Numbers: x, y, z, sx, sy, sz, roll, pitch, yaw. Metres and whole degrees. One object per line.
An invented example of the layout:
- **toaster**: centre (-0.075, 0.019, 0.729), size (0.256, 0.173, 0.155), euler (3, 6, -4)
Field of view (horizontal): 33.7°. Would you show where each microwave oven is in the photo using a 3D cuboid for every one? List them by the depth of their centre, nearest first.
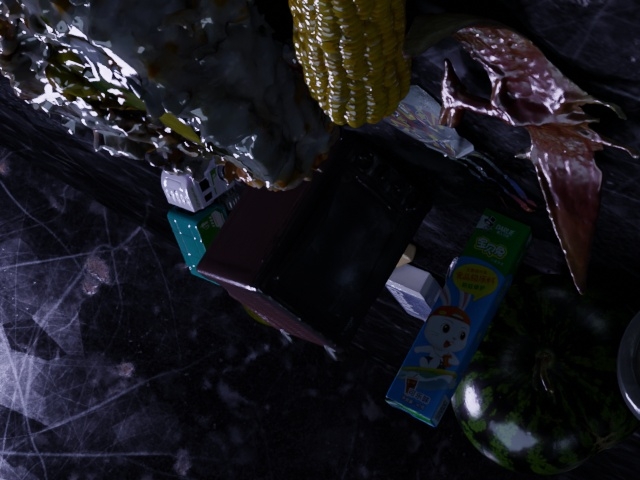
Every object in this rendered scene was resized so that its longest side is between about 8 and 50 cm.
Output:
- **microwave oven**: centre (-0.002, -0.001, 1.356), size (0.178, 0.247, 0.188), euler (39, 165, -33)

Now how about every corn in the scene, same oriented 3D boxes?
- **corn**: centre (0.023, -0.184, 0.827), size (0.102, 0.102, 0.313), euler (27, 165, 12)

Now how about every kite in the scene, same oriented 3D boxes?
- **kite**: centre (0.147, -0.096, 1.137), size (0.245, 0.015, 0.141), euler (34, 171, -22)

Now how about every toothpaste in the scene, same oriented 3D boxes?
- **toothpaste**: centre (0.168, 0.092, 1.275), size (0.065, 0.267, 0.050), euler (25, 168, 22)

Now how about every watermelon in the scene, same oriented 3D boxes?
- **watermelon**: centre (0.294, 0.167, 1.351), size (0.269, 0.269, 0.269), euler (28, 170, 6)

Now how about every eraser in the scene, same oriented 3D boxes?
- **eraser**: centre (0.176, 0.096, 1.884), size (0.092, 0.046, 0.212), euler (23, 168, 26)

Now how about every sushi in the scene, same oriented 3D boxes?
- **sushi**: centre (-0.159, -0.178, 1.094), size (0.417, 0.176, 0.417), euler (27, 169, 6)

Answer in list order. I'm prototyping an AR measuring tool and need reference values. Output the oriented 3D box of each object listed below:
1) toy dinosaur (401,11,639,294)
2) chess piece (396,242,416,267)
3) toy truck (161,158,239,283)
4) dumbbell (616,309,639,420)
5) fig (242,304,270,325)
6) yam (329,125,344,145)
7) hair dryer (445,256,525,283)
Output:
- **toy dinosaur**: centre (0.159, -0.088, 0.881), size (0.206, 0.113, 0.327), euler (25, 167, 17)
- **chess piece**: centre (0.081, 0.022, 1.734), size (0.090, 0.090, 0.200), euler (31, 158, -13)
- **toy truck**: centre (-0.184, -0.037, 1.800), size (0.114, 0.124, 0.253), euler (18, 140, 40)
- **dumbbell**: centre (0.474, 0.190, 1.201), size (0.179, 0.179, 0.406), euler (19, 165, 44)
- **fig**: centre (-0.067, 0.042, 1.914), size (0.195, 0.195, 0.245), euler (25, 148, 20)
- **yam**: centre (-0.052, -0.141, 1.352), size (0.046, 0.046, 0.264), euler (35, 169, -29)
- **hair dryer**: centre (0.260, 0.070, 1.559), size (0.195, 0.075, 0.219), euler (21, -179, -9)
